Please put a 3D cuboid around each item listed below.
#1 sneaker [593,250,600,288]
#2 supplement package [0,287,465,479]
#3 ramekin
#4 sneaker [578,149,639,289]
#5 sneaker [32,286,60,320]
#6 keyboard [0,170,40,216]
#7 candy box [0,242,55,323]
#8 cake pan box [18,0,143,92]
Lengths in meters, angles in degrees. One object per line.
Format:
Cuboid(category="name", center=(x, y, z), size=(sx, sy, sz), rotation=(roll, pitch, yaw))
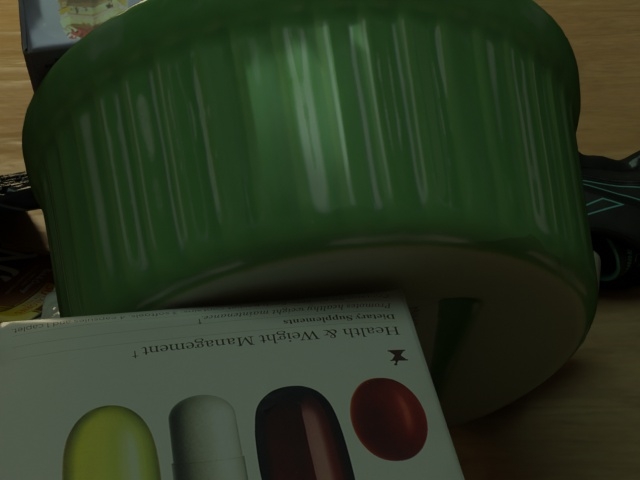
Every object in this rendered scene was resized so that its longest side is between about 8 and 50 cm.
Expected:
Cuboid(category="sneaker", center=(0.070, 0.010, 1.160), size=(0.121, 0.099, 0.262), rotation=(-32, 43, -29))
Cuboid(category="supplement package", center=(-0.039, 0.143, 0.764), size=(0.194, 0.149, 0.203), rotation=(-6, 35, -7))
Cuboid(category="ramekin", center=(0.000, 0.000, 0.927), size=(0.303, 0.303, 0.148), rotation=(-6, 62, -7))
Cuboid(category="sneaker", center=(0.225, -0.012, 1.249), size=(0.267, 0.101, 0.106), rotation=(-4, 52, -19))
Cuboid(category="sneaker", center=(-0.121, 0.046, 1.113), size=(0.095, 0.090, 0.235), rotation=(13, 27, 22))
Cuboid(category="keyboard", center=(-0.193, -0.040, 1.270), size=(0.202, 0.033, 0.317), rotation=(-10, 4, -25))
Cuboid(category="candy box", center=(-0.242, 0.042, 1.193), size=(0.187, 0.053, 0.109), rotation=(10, 26, 25))
Cuboid(category="cake pan box", center=(-0.024, -0.079, 1.004), size=(0.267, 0.245, 0.070), rotation=(-6, 64, -5))
